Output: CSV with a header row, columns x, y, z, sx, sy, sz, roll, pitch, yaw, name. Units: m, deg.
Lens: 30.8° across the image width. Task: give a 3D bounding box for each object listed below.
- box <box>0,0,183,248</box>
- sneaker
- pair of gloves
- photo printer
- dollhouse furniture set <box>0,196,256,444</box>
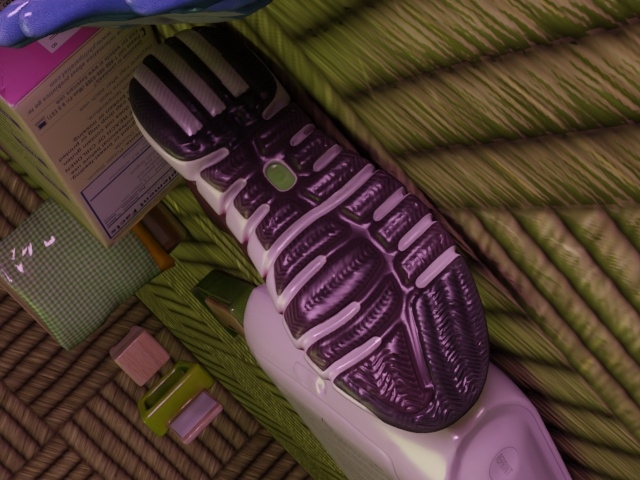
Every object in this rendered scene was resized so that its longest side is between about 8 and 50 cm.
x,y,z,sx,sy,sz,roll,pitch,yaw,name
-0.221,-0.141,0.896,0.213,0.117,0.243,40,166,20,box
0.000,0.000,0.723,0.281,0.106,0.162,53,174,13,sneaker
-0.071,-0.101,0.501,0.198,0.159,0.023,12,112,63,pair of gloves
0.078,0.152,0.902,0.256,0.107,0.307,32,161,44,photo printer
-0.203,0.069,1.318,0.301,0.197,0.151,50,168,-23,dollhouse furniture set
